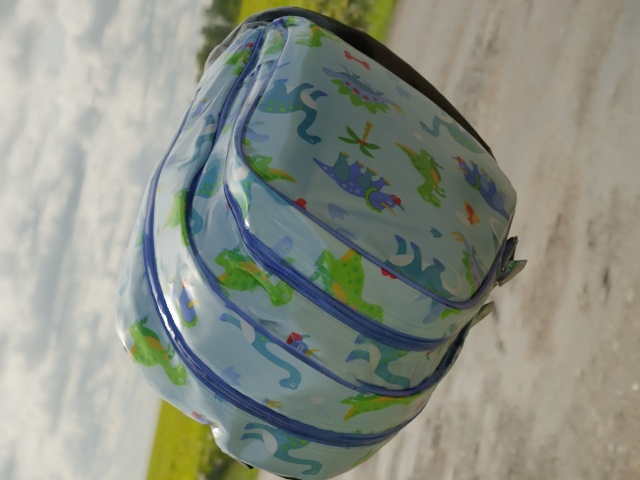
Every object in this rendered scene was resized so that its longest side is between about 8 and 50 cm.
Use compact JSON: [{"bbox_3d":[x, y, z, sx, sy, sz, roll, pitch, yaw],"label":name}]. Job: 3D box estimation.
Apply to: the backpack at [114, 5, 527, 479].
[{"bbox_3d":[0.000,0.000,1.011,0.273,0.290,0.355,-41,12,47],"label":"backpack"}]
